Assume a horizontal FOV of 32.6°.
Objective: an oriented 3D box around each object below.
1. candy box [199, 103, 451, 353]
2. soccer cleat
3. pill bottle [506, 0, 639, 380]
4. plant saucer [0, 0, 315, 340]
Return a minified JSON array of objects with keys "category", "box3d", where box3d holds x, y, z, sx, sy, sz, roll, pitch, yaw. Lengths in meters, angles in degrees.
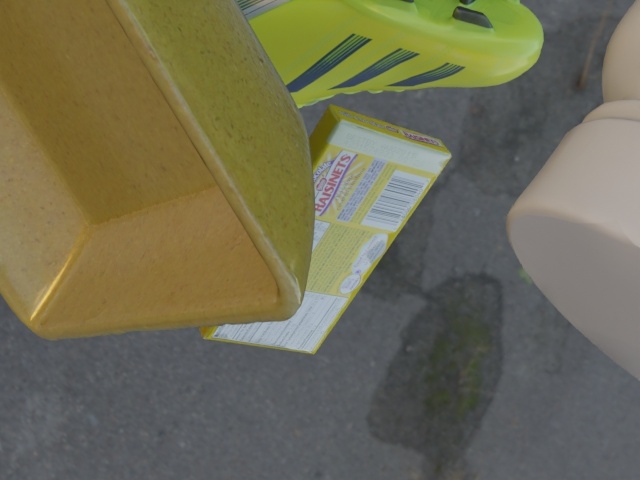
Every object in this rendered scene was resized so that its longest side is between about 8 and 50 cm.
[{"category":"candy box","box3d":[0.000,0.000,0.807,0.105,0.027,0.206,15,122,-34]},{"category":"soccer cleat","box3d":[-0.012,-0.119,0.659,0.093,0.289,0.121,-58,154,-53]},{"category":"pill bottle","box3d":[0.204,-0.072,0.387,0.283,0.160,0.160,-49,132,-9]},{"category":"plant saucer","box3d":[-0.148,-0.113,0.532,0.081,0.333,0.333,-38,104,-29]}]
